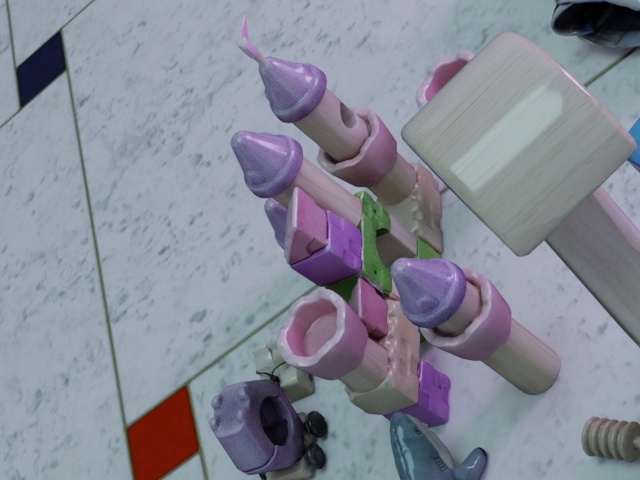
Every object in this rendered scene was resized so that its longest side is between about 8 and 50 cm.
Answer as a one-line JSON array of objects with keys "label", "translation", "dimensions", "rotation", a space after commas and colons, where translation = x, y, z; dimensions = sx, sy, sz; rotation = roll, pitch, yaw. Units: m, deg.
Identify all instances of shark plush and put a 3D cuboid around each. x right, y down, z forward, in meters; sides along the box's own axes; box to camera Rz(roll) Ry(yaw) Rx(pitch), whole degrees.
[{"label": "shark plush", "translation": [0.074, 0.215, 1.224], "dimensions": [0.073, 0.067, 0.161], "rotation": [-14, 54, 38]}]

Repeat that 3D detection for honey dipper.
[{"label": "honey dipper", "translation": [0.258, 0.148, 1.123], "dimensions": [0.160, 0.030, 0.030], "rotation": [4, 66, 42]}]

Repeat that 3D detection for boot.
[{"label": "boot", "translation": [0.220, -0.236, 1.380], "dimensions": [0.258, 0.095, 0.123], "rotation": [14, 66, 48]}]

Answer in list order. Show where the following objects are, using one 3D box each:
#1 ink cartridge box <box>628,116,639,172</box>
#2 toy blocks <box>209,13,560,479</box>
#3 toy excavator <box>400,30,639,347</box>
[{"label": "ink cartridge box", "translation": [0.379, -0.084, 1.035], "dimensions": [0.270, 0.197, 0.198], "rotation": [-53, 40, 1]}, {"label": "toy blocks", "translation": [0.000, 0.000, 1.301], "dimensions": [0.309, 0.260, 0.289], "rotation": [-24, 49, 31]}, {"label": "toy excavator", "translation": [0.255, 0.128, 0.807], "dimensions": [0.222, 0.433, 0.445], "rotation": [-45, 44, 3]}]
